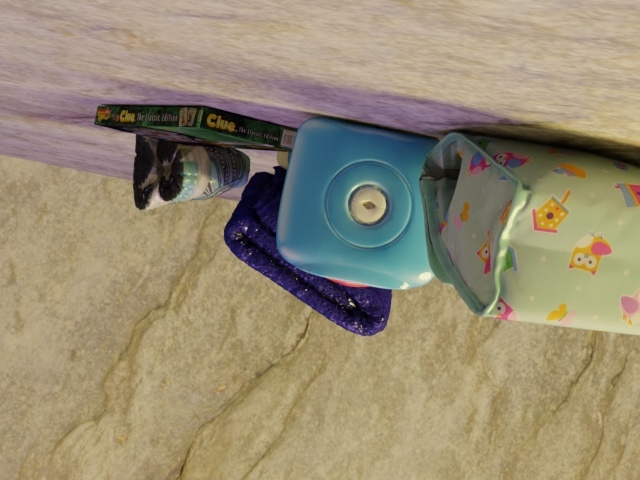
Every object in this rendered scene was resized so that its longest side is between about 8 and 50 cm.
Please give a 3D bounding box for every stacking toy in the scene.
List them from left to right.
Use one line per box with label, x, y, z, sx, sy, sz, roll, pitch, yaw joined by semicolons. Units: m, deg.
stacking toy;0.032;-0.032;1.729;0.175;0.165;0.302;11;178;-6

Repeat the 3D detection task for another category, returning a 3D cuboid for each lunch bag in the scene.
lunch bag;0.226;-0.014;1.491;0.223;0.160;0.262;7;-165;-16

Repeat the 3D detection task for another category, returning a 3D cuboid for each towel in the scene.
towel;0.000;0.000;1.927;0.228;0.076;0.308;33;-166;-4

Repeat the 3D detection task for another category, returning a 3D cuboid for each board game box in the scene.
board game box;-0.150;-0.133;1.847;0.136;0.030;0.260;14;176;-35

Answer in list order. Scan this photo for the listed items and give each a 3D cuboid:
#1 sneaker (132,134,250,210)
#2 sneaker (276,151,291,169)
sneaker;-0.179;-0.091;2.131;0.122;0.110;0.283;0;-174;-22
sneaker;0.016;-0.086;1.883;0.085;0.058;0.152;19;176;26
